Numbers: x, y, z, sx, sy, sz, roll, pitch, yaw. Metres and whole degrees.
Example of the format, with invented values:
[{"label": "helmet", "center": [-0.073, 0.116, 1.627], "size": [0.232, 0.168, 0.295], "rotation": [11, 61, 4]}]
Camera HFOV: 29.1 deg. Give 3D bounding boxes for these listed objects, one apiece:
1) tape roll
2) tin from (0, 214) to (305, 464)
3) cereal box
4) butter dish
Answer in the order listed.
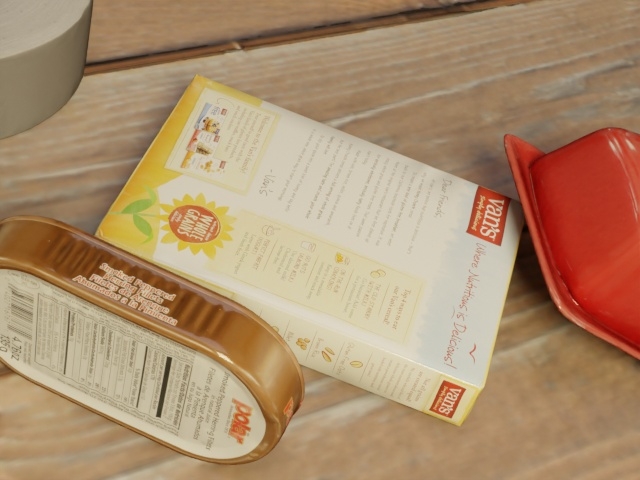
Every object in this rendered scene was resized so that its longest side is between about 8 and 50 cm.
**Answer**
[{"label": "tape roll", "center": [-0.262, -0.160, 0.818], "size": [0.219, 0.072, 0.219], "rotation": [9, 45, -9]}, {"label": "tin", "center": [-0.101, 0.055, 0.641], "size": [0.190, 0.106, 0.040], "rotation": [24, 52, 6]}, {"label": "cereal box", "center": [0.000, 0.000, 0.767], "size": [0.240, 0.047, 0.173], "rotation": [22, 43, 2]}, {"label": "butter dish", "center": [0.211, -0.010, 0.774], "size": [0.160, 0.118, 0.160], "rotation": [29, 36, -33]}]
